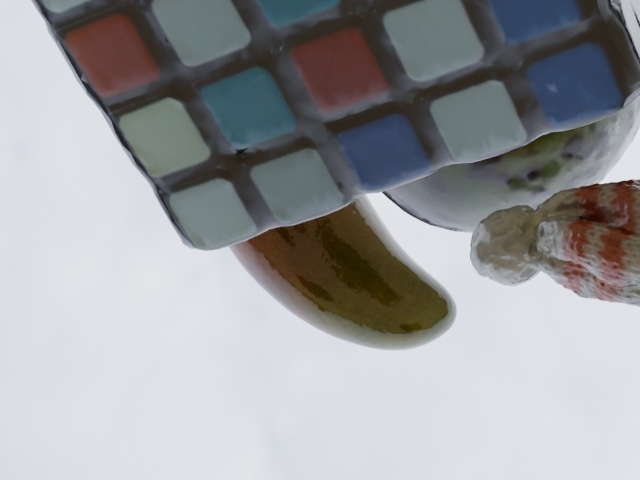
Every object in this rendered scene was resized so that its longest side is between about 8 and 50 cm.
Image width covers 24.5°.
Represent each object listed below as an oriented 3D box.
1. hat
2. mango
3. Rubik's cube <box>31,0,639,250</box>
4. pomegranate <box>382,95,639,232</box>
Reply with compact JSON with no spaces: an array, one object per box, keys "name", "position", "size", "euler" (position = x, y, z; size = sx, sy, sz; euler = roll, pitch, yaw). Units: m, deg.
[{"name":"hat","position":[0.170,0.000,0.899],"size":[0.162,0.094,0.112],"euler":[6,-148,19]},{"name":"mango","position":[-0.004,0.000,1.393],"size":[0.146,0.129,0.289],"euler":[-7,-132,-49]},{"name":"Rubik's cube","position":[0.005,-0.133,0.539],"size":[0.182,0.184,0.187],"euler":[-17,-153,21]},{"name":"pomegranate","position":[0.125,-0.153,1.065],"size":[0.242,0.306,0.242],"euler":[1,-148,-1]}]
